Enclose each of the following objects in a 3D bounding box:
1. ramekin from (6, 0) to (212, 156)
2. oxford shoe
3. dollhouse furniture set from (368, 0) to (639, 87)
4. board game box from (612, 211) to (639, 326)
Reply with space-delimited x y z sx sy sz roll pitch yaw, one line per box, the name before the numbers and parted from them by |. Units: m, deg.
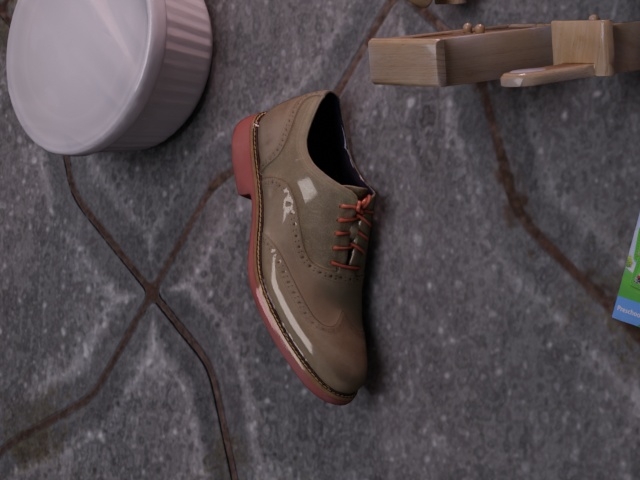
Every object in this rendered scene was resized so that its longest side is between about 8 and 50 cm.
ramekin | -0.245 -0.228 2.269 0.273 0.127 0.272 -6 81 44
oxford shoe | 0.000 0.000 2.019 0.130 0.123 0.348 -28 68 32
dollhouse furniture set | 0.146 -0.330 1.803 0.303 0.174 0.355 11 108 57
board game box | 0.363 -0.008 1.729 0.160 0.039 0.211 19 98 43
